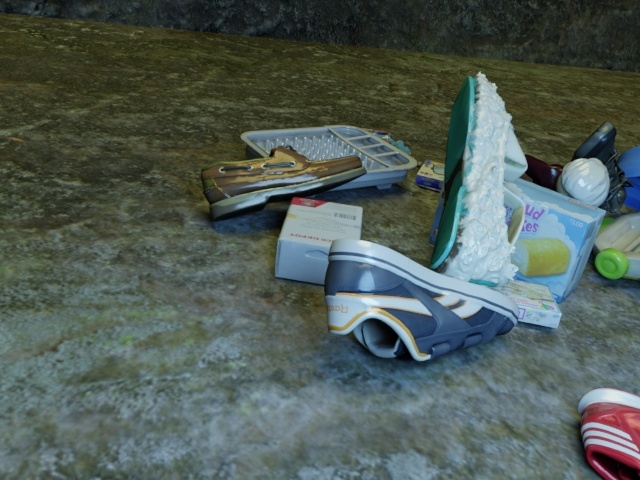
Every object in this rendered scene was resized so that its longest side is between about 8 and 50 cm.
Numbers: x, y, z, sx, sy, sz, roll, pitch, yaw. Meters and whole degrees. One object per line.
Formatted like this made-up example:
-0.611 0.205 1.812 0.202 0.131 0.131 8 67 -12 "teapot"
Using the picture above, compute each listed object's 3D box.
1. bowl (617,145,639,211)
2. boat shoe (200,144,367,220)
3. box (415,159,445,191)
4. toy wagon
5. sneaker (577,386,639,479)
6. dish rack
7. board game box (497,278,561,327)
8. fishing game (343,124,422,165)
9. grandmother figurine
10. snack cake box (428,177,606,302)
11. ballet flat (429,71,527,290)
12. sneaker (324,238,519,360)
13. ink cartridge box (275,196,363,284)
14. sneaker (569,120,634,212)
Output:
0.788 -0.103 1.264 0.390 0.077 0.391 17 -3 1 "bowl"
-0.063 -0.126 1.141 0.307 0.105 0.110 -16 -5 -21 "boat shoe"
0.271 -0.151 1.470 0.081 0.028 0.136 16 26 13 "box"
0.618 -0.003 1.157 0.267 0.068 0.344 -29 22 -30 "toy wagon"
0.401 0.246 0.692 0.221 0.087 0.128 5 33 20 "sneaker"
0.013 -0.175 1.392 0.332 0.072 0.285 -9 32 -31 "dish rack"
0.291 0.089 0.995 0.154 0.026 0.103 11 21 6 "board game box"
0.145 -0.258 1.629 0.189 0.041 0.264 4 27 -15 "fishing game"
0.448 -0.101 1.212 0.207 0.104 0.342 23 2 -4 "grandmother figurine"
0.335 -0.025 1.102 0.264 0.152 0.089 28 33 34 "snack cake box"
0.261 -0.090 1.004 0.146 0.147 0.409 11 58 6 "ballet flat"
0.134 0.104 0.842 0.321 0.128 0.126 20 -16 -29 "sneaker"
0.000 0.000 1.042 0.127 0.072 0.175 10 27 2 "ink cartridge box"
0.542 -0.135 1.191 0.087 0.227 0.130 -42 68 -9 "sneaker"
